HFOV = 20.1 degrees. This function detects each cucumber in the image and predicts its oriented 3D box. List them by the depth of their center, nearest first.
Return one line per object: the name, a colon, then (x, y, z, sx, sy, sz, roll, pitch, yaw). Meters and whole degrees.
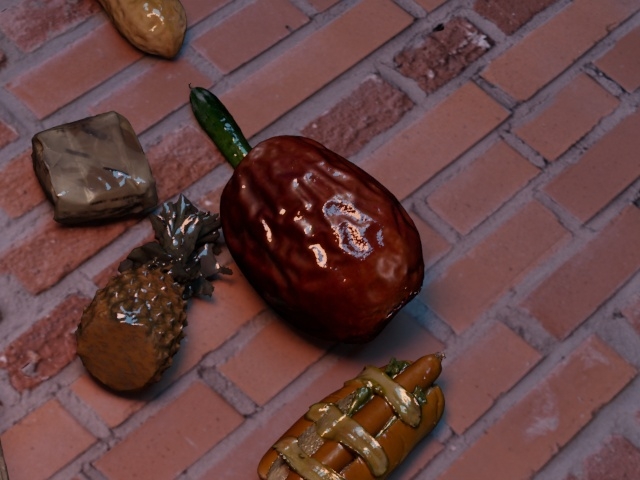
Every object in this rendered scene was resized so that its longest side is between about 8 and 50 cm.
cucumber: (-0.114, -0.130, 2.117, 0.039, 0.039, 0.168, -24, 65, -27)

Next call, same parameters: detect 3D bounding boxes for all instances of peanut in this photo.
peanut: (-0.234, -0.306, 2.192, 0.099, 0.099, 0.214, -22, 67, -26)

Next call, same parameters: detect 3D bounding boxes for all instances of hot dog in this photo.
hot dog: (0.040, 0.202, 1.887, 0.109, 0.072, 0.269, 42, 57, 15)

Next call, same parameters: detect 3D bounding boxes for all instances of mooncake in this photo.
mooncake: (-0.256, -0.080, 2.024, 0.125, 0.073, 0.130, -10, 55, -21)

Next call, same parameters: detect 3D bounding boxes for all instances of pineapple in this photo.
pineapple: (-0.171, 0.049, 1.941, 0.125, 0.125, 0.251, 21, 42, 3)

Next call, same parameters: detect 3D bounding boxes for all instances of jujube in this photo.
jujube: (0.000, 0.000, 1.953, 0.183, 0.183, 0.243, -34, 70, -31)

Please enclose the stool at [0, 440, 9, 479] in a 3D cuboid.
stool: (-0.429, 0.227, 1.702, 0.243, 0.170, 0.270, -7, 56, -19)
